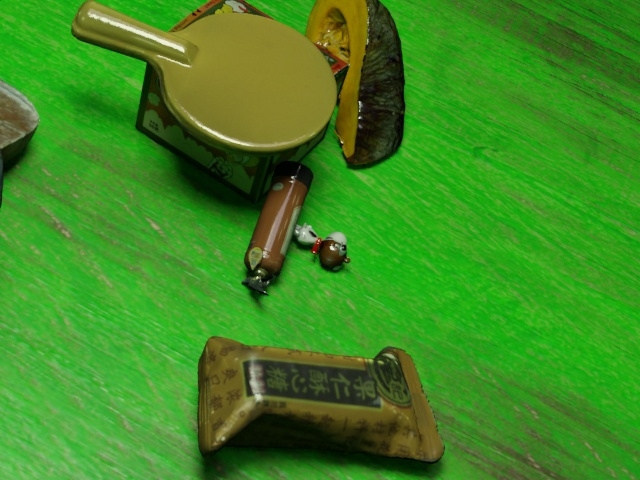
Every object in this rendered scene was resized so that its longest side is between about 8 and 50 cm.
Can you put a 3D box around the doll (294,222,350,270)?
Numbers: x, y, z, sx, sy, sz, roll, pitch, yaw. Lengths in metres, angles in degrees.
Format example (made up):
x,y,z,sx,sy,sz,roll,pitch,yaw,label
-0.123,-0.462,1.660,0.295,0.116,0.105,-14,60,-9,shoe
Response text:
x,y,z,sx,sy,sz,roll,pitch,yaw,label
-0.004,0.002,1.349,0.085,0.040,0.058,17,34,-10,doll

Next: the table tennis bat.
x,y,z,sx,sy,sz,roll,pitch,yaw,label
-0.135,-0.205,1.288,0.320,0.050,0.198,20,59,-1,table tennis bat

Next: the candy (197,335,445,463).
x,y,z,sx,sy,sz,roll,pitch,yaw,label
0.001,0.166,1.169,0.271,0.101,0.143,6,54,-21,candy

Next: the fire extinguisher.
x,y,z,sx,sy,sz,roll,pitch,yaw,label
-0.053,-0.010,1.309,0.050,0.062,0.177,38,56,-35,fire extinguisher

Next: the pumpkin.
x,y,z,sx,sy,sz,roll,pitch,yaw,label
0.075,-0.252,1.514,0.111,0.163,0.279,2,48,-23,pumpkin

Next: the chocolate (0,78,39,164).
x,y,z,sx,sy,sz,roll,pitch,yaw,label
-0.464,-0.154,1.298,0.254,0.080,0.157,30,32,6,chocolate

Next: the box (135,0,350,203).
x,y,z,sx,sy,sz,roll,pitch,yaw,label
-0.098,-0.187,1.407,0.194,0.148,0.177,34,47,11,box

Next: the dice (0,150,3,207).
x,y,z,sx,sy,sz,roll,pitch,yaw,label
-0.491,-0.061,1.074,0.271,0.270,0.270,37,49,14,dice
